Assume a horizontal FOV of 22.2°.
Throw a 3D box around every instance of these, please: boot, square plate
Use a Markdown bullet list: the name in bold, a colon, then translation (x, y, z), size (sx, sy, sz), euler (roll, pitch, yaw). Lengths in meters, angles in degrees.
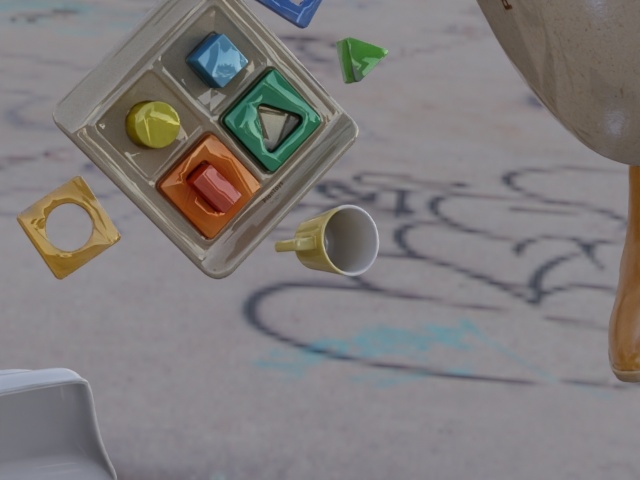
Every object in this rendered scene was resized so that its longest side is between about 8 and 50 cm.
- **boot**: translation (0.259, -0.036, 1.250), size (0.104, 0.211, 0.295), euler (-9, 18, 25)
- **square plate**: translation (-0.419, 0.230, 1.855), size (0.344, 0.049, 0.347), euler (-8, -26, -5)

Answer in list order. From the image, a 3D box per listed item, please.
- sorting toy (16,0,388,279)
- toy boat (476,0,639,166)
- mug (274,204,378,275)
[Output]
- **sorting toy**: translation (-0.088, -0.094, 1.312), size (0.196, 0.348, 0.047), euler (45, -11, -13)
- **toy boat**: translation (0.170, -0.160, 0.782), size (0.148, 0.267, 0.318), euler (-28, 15, -10)
- **mug**: translation (0.003, -0.002, 1.441), size (0.078, 0.062, 0.064), euler (32, -20, -30)
